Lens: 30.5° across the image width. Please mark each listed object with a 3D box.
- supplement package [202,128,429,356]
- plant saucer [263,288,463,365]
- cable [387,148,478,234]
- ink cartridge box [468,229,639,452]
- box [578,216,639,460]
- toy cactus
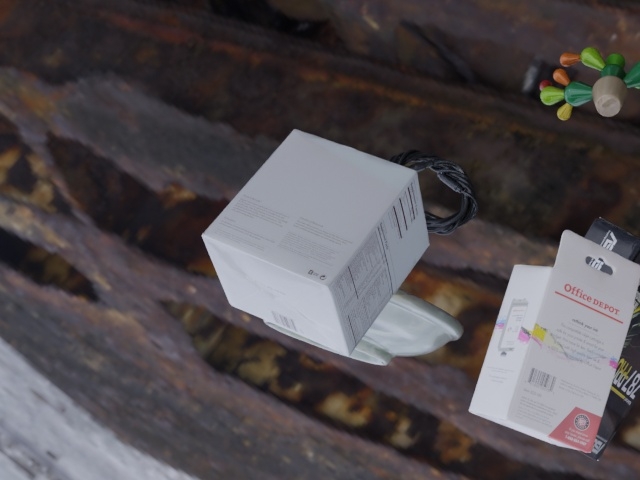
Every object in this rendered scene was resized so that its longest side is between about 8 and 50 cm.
[{"bbox_3d":[0.000,0.000,1.485,0.194,0.203,0.149,22,148,29],"label":"supplement package"},{"bbox_3d":[0.023,0.118,1.862,0.400,0.100,0.400,19,171,3],"label":"plant saucer"},{"bbox_3d":[0.197,-0.087,2.102,0.184,0.150,0.047,21,148,10],"label":"cable"},{"bbox_3d":[0.238,0.098,1.176,0.115,0.198,0.067,24,170,-26],"label":"ink cartridge box"},{"bbox_3d":[0.440,0.170,1.860,0.097,0.318,0.395,33,179,32],"label":"box"},{"bbox_3d":[0.422,-0.221,1.714,0.219,0.180,0.112,-5,116,19],"label":"toy cactus"}]
